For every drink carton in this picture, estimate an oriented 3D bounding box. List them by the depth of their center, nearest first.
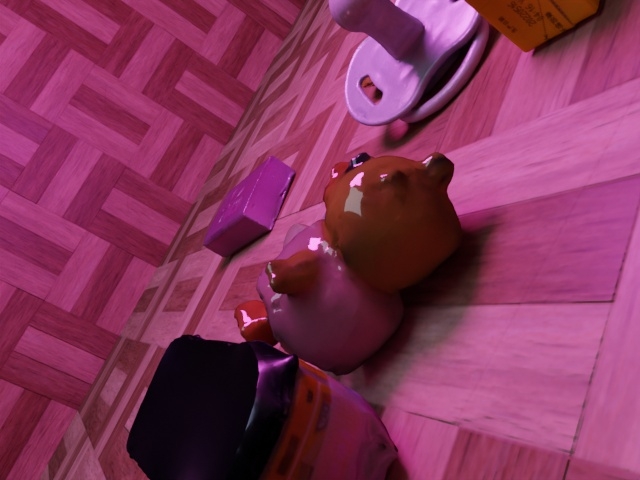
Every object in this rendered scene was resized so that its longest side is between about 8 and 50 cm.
[{"bbox_3d":[0.274,-0.413,0.686,0.111,0.154,0.351,-24,39,59],"label":"drink carton"}]

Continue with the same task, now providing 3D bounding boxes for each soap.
[{"bbox_3d":[-0.176,-0.076,1.386,0.259,0.081,0.181,-27,36,55],"label":"soap"}]

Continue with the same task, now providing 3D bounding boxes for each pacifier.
[{"bbox_3d":[0.107,-0.306,0.843,0.287,0.226,0.238,-50,40,27],"label":"pacifier"}]

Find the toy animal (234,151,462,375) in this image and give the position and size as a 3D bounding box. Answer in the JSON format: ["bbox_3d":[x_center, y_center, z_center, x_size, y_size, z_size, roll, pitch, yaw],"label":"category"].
[{"bbox_3d":[0.040,0.019,0.620,0.169,0.195,0.281,41,107,30],"label":"toy animal"}]

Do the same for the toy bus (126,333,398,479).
[{"bbox_3d":[-0.073,0.201,0.602,0.386,0.162,0.171,-17,48,62],"label":"toy bus"}]

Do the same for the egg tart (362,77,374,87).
[{"bbox_3d":[0.126,-0.340,1.090,0.130,0.052,0.130,-50,20,25],"label":"egg tart"}]

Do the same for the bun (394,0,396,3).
[{"bbox_3d":[0.198,-0.486,1.043,0.188,0.111,0.164,-62,16,1],"label":"bun"}]

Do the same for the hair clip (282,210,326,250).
[{"bbox_3d":[-0.001,0.000,0.885,0.218,0.071,0.159,-59,21,13],"label":"hair clip"}]
